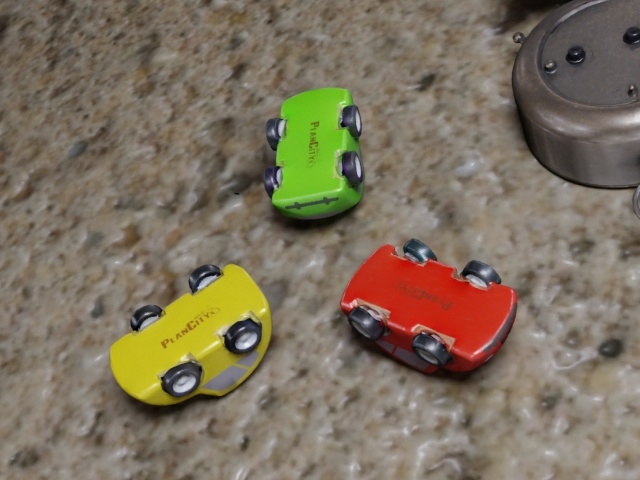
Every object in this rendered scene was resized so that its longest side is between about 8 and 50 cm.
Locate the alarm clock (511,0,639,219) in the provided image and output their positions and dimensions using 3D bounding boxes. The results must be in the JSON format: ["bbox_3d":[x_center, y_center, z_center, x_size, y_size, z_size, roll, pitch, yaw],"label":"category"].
[{"bbox_3d":[0.186,-0.084,0.669,0.129,0.064,0.192,-17,52,10],"label":"alarm clock"}]

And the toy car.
[{"bbox_3d":[0.000,0.000,0.684,0.239,0.053,0.224,-9,50,16],"label":"toy car"}]
